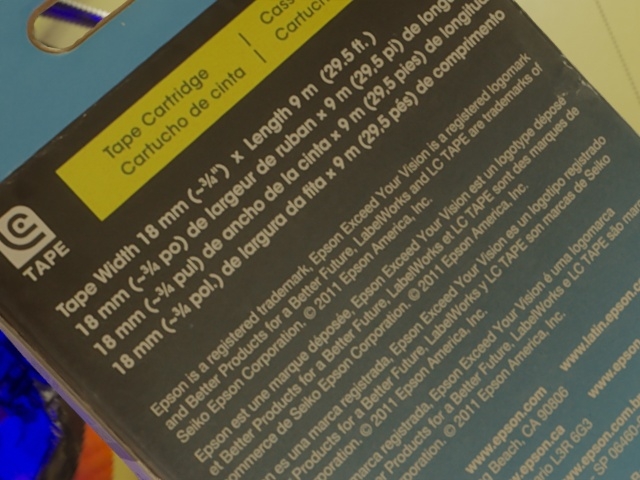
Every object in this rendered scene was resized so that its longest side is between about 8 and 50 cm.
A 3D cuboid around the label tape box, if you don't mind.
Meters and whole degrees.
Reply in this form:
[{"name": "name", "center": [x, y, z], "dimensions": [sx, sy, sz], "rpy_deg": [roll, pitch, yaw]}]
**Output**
[{"name": "label tape box", "center": [0.000, 0.000, 0.485], "dimensions": [0.240, 0.106, 0.333], "rpy_deg": [-43, 92, -16]}]
